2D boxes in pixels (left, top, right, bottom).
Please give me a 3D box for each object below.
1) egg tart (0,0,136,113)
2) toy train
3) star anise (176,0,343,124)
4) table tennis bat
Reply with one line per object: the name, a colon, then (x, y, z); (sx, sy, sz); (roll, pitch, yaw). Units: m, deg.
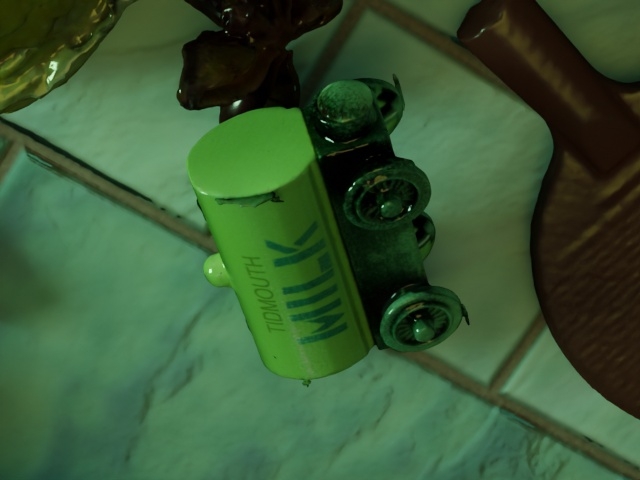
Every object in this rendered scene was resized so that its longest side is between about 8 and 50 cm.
egg tart: (-0.266, -0.235, 1.084); (0.388, 0.169, 0.388); (-1, 106, -5)
toy train: (0.000, 0.000, 1.204); (0.157, 0.105, 0.253); (-17, 142, 0)
star anise: (-0.073, -0.141, 1.197); (0.144, 0.158, 0.140); (23, 100, 22)
table tennis bat: (0.249, -0.019, 1.279); (0.268, 0.051, 0.414); (-42, 110, 16)
